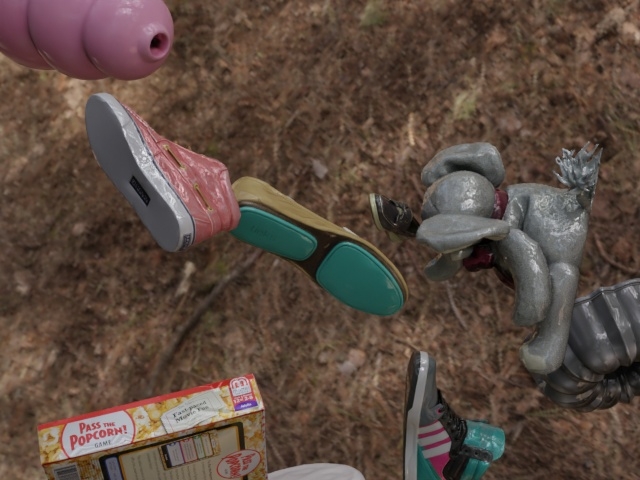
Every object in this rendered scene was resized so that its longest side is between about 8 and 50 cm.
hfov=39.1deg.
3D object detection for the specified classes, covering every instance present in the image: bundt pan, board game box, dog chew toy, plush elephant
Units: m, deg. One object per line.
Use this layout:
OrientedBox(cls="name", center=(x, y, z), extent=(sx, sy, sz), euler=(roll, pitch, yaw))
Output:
OrientedBox(cls="bundt pan", center=(0.542, 0.211, 1.656), extent=(0.330, 0.330, 0.124), euler=(-34, 53, 24))
OrientedBox(cls="board game box", center=(-0.146, 0.206, 0.828), extent=(0.193, 0.147, 0.045), euler=(-11, 44, -13))
OrientedBox(cls="dog chew toy", center=(-0.339, -0.322, 1.274), extent=(0.331, 0.206, 0.207), euler=(27, 84, 32))
OrientedBox(cls="plush elephant", center=(0.255, -0.005, 1.322), extent=(0.255, 0.330, 0.272), euler=(10, 35, 14))

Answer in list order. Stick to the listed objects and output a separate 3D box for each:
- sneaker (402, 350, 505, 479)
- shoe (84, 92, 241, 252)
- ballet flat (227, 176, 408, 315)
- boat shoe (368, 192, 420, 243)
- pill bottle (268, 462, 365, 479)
OrientedBox(cls="sneaker", center=(0.237, 0.326, 1.591), extent=(0.178, 0.296, 0.124), euler=(1, 31, 5))
OrientedBox(cls="shoe", center=(-0.150, -0.071, 0.858), extent=(0.178, 0.081, 0.063), euler=(54, 134, 16))
OrientedBox(cls="ballet flat", center=(0.000, 0.000, 0.960), extent=(0.080, 0.232, 0.073), euler=(-46, 25, 28))
OrientedBox(cls="boat shoe", center=(0.109, -0.037, 1.305), extent=(0.049, 0.152, 0.056), euler=(-13, 73, 17))
OrientedBox(cls="pill bottle", center=(-0.002, 0.415, 0.990), extent=(0.169, 0.169, 0.302), euler=(-10, 93, 41))
